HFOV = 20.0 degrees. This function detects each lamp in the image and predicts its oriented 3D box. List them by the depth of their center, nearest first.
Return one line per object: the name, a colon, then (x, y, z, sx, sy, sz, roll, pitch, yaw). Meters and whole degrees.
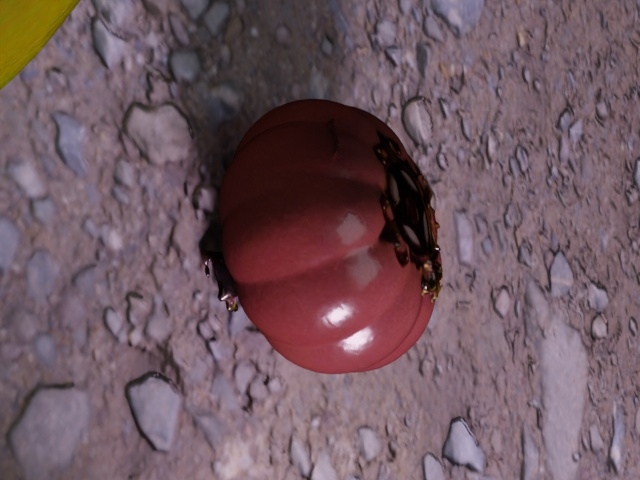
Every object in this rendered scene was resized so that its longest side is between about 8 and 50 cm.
lamp: (0.000, 0.000, 1.158, 0.182, 0.140, 0.182, 46, 37, -50)

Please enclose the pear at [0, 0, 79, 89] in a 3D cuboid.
pear: (-0.202, -0.235, 0.872, 0.399, 0.165, 0.399, 4, 85, -52)
